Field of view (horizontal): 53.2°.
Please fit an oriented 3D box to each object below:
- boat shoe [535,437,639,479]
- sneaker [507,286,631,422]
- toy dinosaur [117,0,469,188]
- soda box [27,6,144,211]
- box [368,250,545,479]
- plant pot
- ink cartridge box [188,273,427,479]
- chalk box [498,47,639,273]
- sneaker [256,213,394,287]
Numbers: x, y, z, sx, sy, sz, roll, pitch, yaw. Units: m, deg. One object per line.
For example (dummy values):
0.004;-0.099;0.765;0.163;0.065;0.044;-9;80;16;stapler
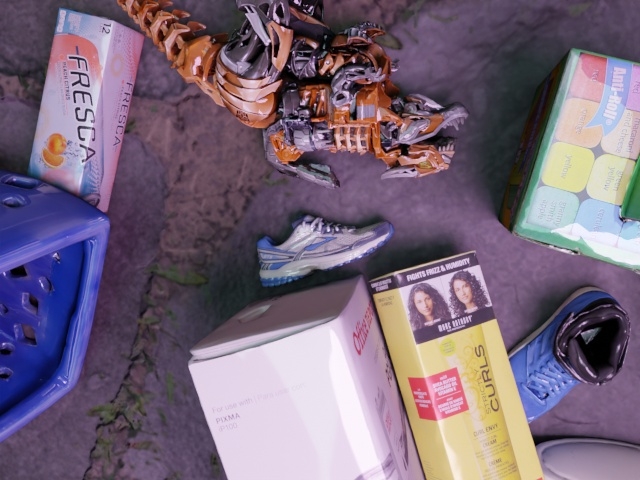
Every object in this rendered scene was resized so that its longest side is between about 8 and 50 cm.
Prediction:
0.326;0.249;0.531;0.305;0.109;0.091;12;111;14;boat shoe
0.204;0.109;0.549;0.058;0.084;0.152;40;101;3;sneaker
-0.029;-0.163;0.536;0.321;0.164;0.218;14;115;-13;toy dinosaur
-0.224;-0.119;0.608;0.058;0.063;0.183;16;99;10;soda box
0.119;0.132;0.549;0.087;0.058;0.232;-13;85;-20;box
-0.351;0.052;0.541;0.212;0.236;0.236;32;122;13;plant pot
0.016;0.186;0.526;0.117;0.207;0.283;-17;93;10;ink cartridge box
0.214;-0.051;0.463;0.132;0.213;0.132;18;97;11;chalk box
0.000;0.000;0.590;0.135;0.052;0.058;-19;88;10;sneaker
